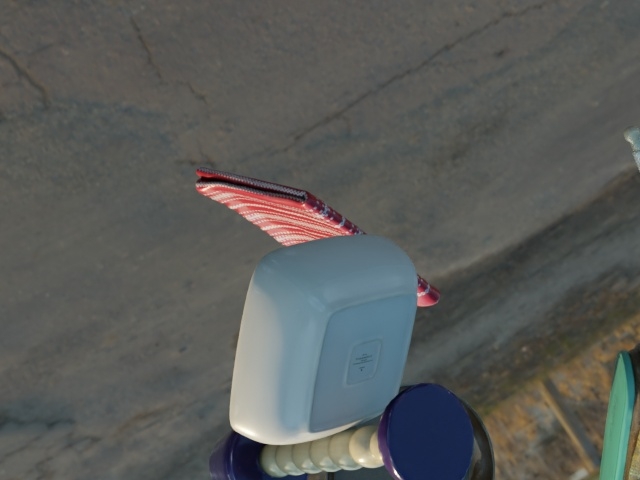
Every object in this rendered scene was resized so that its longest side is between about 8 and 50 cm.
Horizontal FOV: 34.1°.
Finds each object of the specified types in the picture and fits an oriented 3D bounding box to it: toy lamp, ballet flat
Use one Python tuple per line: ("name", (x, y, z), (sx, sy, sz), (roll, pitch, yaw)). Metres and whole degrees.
("toy lamp", (-0.002, 0.159, 0.768), (0.080, 0.080, 0.274), (-13, 174, -33))
("ballet flat", (0.286, 0.245, 0.911), (0.123, 0.123, 0.349), (-14, 124, -32))

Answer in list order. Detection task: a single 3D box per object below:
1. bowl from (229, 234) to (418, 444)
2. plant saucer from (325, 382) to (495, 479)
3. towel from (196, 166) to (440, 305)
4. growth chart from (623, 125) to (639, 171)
("bowl", (0.012, 0.072, 0.707), (0.142, 0.053, 0.142), (-8, 116, -45))
("plant saucer", (0.080, 0.213, 0.957), (0.168, 0.168, 0.029), (-23, -174, -17))
("towel", (0.000, 0.000, 1.219), (0.275, 0.198, 0.031), (36, 75, -44))
("growth chart", (0.429, -0.060, 1.000), (0.237, 0.172, 0.021), (-17, -173, 8))
